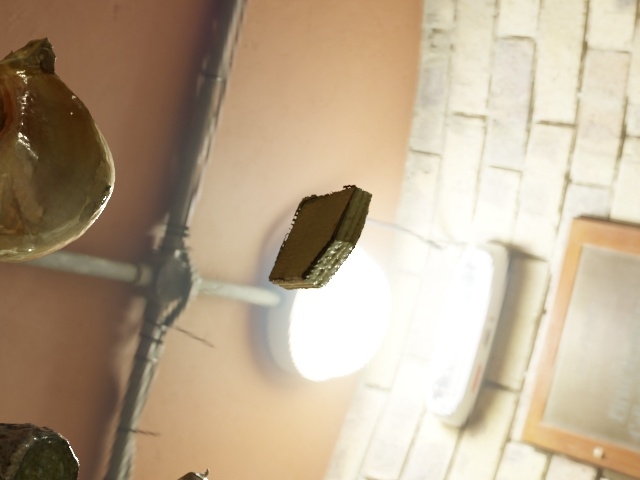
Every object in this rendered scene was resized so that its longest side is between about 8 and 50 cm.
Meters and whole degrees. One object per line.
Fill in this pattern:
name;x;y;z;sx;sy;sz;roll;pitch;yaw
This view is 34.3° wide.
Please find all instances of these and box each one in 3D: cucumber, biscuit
cucumber;-0.219;0.157;0.724;0.064;0.112;0.064;4;-95;-45
biscuit;0.000;0.000;1.543;0.052;0.252;0.150;25;-101;-15

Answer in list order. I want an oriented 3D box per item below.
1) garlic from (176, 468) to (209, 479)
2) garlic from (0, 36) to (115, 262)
garlic;-0.170;0.351;1.342;0.084;0.152;0.066;28;-77;-34
garlic;-0.428;-0.094;1.425;0.249;0.286;0.313;74;-172;-67
